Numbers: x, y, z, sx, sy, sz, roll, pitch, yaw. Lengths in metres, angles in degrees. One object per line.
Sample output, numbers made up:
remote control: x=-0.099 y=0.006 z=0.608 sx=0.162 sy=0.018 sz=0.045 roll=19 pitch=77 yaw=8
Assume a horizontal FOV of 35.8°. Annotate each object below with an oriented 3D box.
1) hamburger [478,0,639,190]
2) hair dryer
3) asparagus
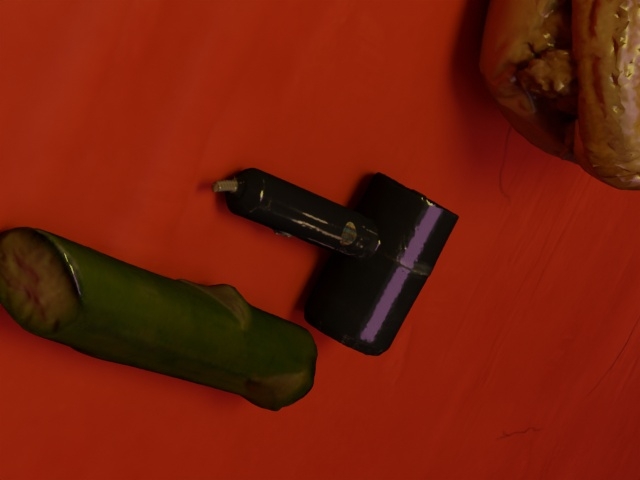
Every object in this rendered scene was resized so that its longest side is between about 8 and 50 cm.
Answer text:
hamburger: x=0.267 y=-0.191 z=0.764 sx=0.305 sy=0.174 sz=0.284 roll=-7 pitch=119 yaw=-50
hair dryer: x=0.000 y=0.000 z=0.671 sx=0.219 sy=0.071 sz=0.124 roll=24 pitch=95 yaw=-50
asparagus: x=-0.086 y=0.055 z=0.599 sx=0.067 sy=0.060 sz=0.278 roll=-53 pitch=146 yaw=8
